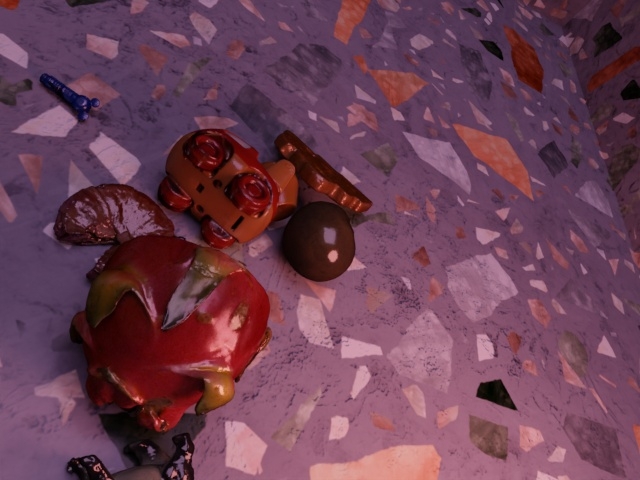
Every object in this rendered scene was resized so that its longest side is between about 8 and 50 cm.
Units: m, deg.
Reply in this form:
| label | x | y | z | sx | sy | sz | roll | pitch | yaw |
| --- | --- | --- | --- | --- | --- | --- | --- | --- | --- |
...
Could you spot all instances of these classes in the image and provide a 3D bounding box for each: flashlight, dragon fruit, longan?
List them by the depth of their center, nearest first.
| label | x | y | z | sx | sy | sz | roll | pitch | yaw |
| --- | --- | --- | --- | --- | --- | --- | --- | --- | --- |
| dragon fruit | -0.238 | 0.159 | 0.842 | 0.306 | 0.305 | 0.225 | 31 | 53 | -14 |
| flashlight | -0.516 | -0.296 | 1.109 | 0.121 | 0.035 | 0.057 | 35 | 74 | -5 |
| longan | 0.000 | 0.000 | 1.178 | 0.168 | 0.167 | 0.187 | 35 | 45 | -11 |

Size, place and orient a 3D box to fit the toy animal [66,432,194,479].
| label | x | y | z | sx | sy | sz | roll | pitch | yaw |
| --- | --- | --- | --- | --- | --- | --- | --- | --- | --- |
| toy animal | -0.300 | 0.369 | 0.804 | 0.225 | 0.094 | 0.121 | -1 | 72 | -35 |

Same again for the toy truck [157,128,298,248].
| label | x | y | z | sx | sy | sz | roll | pitch | yaw |
| --- | --- | --- | --- | --- | --- | --- | --- | --- | --- |
| toy truck | -0.175 | -0.124 | 1.132 | 0.265 | 0.189 | 0.239 | 44 | 39 | -4 |

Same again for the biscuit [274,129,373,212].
| label | x | y | z | sx | sy | sz | roll | pitch | yaw |
| --- | --- | --- | --- | --- | --- | --- | --- | --- | --- |
| biscuit | 0.013 | -0.148 | 1.298 | 0.306 | 0.043 | 0.283 | 33 | 16 | -31 |

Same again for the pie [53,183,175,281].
| label | x | y | z | sx | sy | sz | roll | pitch | yaw |
| --- | --- | --- | --- | --- | --- | --- | --- | --- | --- |
| pie | -0.376 | -0.012 | 1.009 | 0.219 | 0.054 | 0.204 | 42 | 48 | -5 |
